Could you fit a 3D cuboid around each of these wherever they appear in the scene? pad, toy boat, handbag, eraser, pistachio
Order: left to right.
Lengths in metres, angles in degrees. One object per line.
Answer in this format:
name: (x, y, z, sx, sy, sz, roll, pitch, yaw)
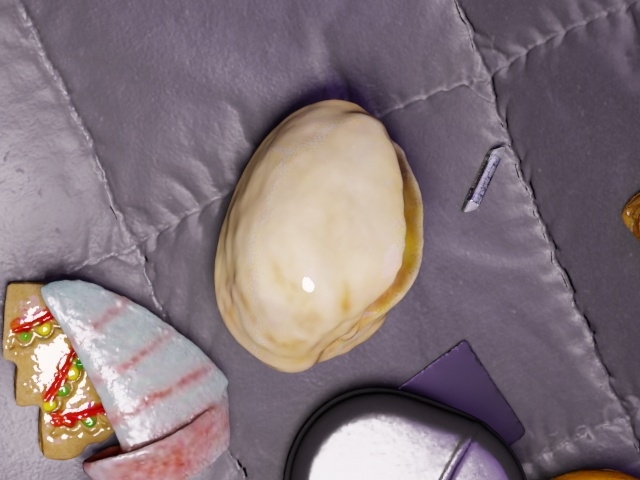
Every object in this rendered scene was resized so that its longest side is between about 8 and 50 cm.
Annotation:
toy boat: (-0.221, 0.156, 1.625, 0.206, 0.096, 0.282, -32, 99, -26)
pistachio: (0.000, 0.000, 1.639, 0.238, 0.229, 0.321, 16, 80, 16)
handbag: (0.104, 0.318, 1.714, 0.308, 0.093, 0.253, 20, 82, 2)
pad: (0.124, 0.266, 1.807, 0.265, 0.009, 0.159, -36, 104, -9)
eraser: (0.210, -0.078, 1.792, 0.019, 0.027, 0.099, 25, 87, -10)

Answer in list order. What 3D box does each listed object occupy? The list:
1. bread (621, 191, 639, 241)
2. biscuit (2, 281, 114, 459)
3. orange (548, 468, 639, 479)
bread: (0.572, 0.052, 1.872, 0.185, 0.109, 0.380, -47, 107, -9)
biscuit: (-0.289, 0.140, 1.654, 0.212, 0.041, 0.238, -42, 106, -8)
orange: (0.352, 0.413, 1.773, 0.246, 0.246, 0.246, -1, 95, -17)
